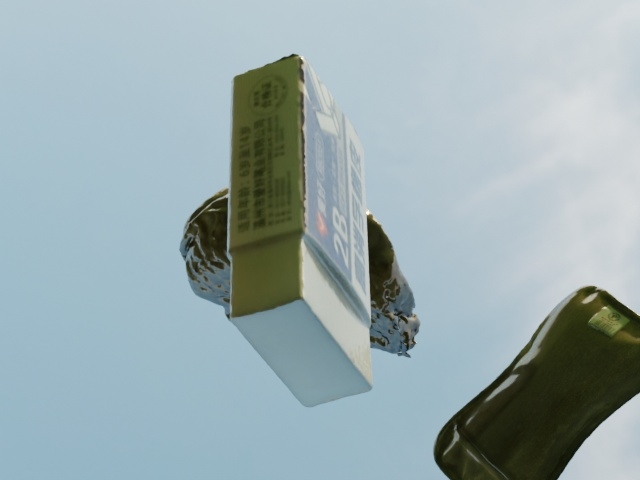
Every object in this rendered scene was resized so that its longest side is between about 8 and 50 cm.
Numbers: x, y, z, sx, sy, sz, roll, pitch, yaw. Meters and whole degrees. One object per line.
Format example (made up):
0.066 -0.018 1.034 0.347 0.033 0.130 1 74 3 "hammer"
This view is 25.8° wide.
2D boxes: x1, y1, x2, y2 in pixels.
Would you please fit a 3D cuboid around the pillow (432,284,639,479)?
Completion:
0.195 0.138 1.215 0.217 0.033 0.130 -49 -136 0 "pillow"

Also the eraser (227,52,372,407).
-0.013 -0.008 0.959 0.068 0.124 0.210 -15 -130 16 "eraser"

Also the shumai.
-0.003 -0.003 1.338 0.218 0.184 0.185 1 -136 24 "shumai"
